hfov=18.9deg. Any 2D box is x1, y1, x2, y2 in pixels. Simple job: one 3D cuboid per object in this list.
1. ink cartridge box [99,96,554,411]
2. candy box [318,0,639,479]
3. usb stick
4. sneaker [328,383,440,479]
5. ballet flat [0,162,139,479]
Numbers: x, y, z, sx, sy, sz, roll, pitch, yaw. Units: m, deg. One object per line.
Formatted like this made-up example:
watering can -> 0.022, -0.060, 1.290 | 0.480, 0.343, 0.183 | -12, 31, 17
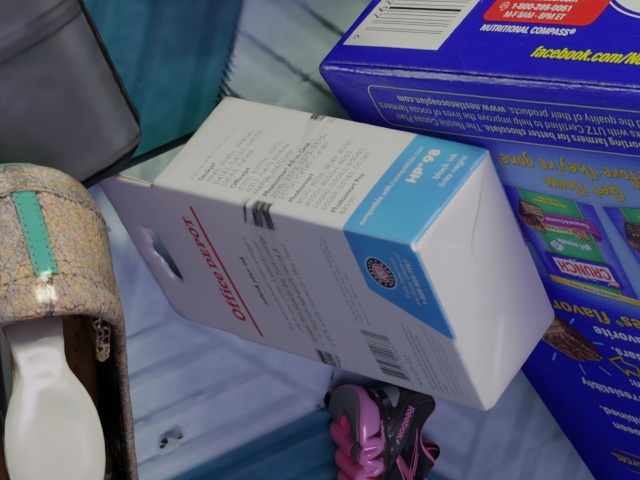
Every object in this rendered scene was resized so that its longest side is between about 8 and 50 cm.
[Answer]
ink cartridge box -> 0.000, 0.000, 0.826 | 0.060, 0.180, 0.104 | -52, 136, -27
candy box -> 0.188, 0.013, 0.813 | 0.122, 0.268, 0.317 | -49, 125, -23
usb stick -> -0.153, -0.132, 0.756 | 0.077, 0.045, 0.278 | -26, 121, -5
sneaker -> 0.036, 0.122, 0.960 | 0.057, 0.047, 0.119 | -14, 122, -26
ballet flat -> -0.123, 0.116, 0.829 | 0.107, 0.106, 0.316 | -15, 131, -16
